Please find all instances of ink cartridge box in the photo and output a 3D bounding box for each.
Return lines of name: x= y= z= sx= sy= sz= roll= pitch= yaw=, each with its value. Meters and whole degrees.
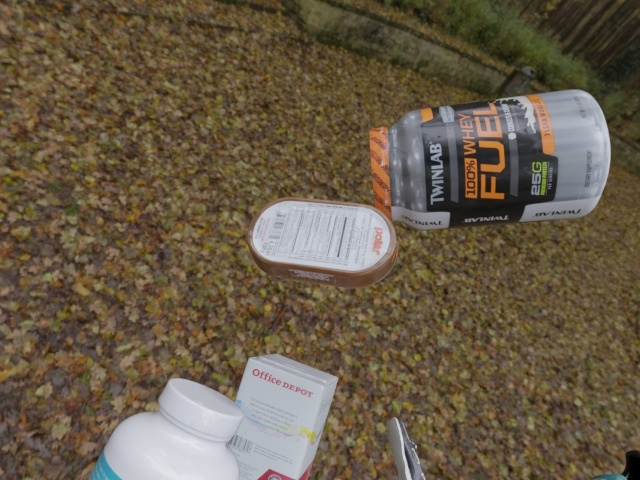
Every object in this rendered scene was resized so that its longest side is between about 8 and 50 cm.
ink cartridge box: x=-0.064 y=0.284 z=0.677 sx=0.128 sy=0.176 sz=0.127 roll=17 pitch=-6 yaw=16

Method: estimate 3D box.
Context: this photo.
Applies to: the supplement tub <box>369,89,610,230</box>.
supplement tub: x=0.240 y=-0.116 z=0.668 sx=0.316 sy=0.193 sz=0.193 roll=-5 pitch=39 yaw=10

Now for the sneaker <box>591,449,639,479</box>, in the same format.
sneaker: x=0.463 y=0.458 z=0.692 sx=0.302 sy=0.108 sz=0.121 roll=-20 pitch=69 yaw=-27

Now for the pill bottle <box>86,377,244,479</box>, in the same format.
pill bottle: x=-0.181 y=0.288 z=0.446 sx=0.146 sy=0.146 sz=0.264 roll=28 pitch=79 yaw=-12

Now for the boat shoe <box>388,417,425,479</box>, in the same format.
boat shoe: x=0.147 y=0.361 z=0.717 sx=0.038 sy=0.046 sz=0.125 roll=3 pitch=47 yaw=-16

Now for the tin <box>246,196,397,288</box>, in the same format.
tin: x=0.000 y=0.000 z=0.531 sx=0.189 sy=0.040 sz=0.106 roll=6 pitch=65 yaw=13
